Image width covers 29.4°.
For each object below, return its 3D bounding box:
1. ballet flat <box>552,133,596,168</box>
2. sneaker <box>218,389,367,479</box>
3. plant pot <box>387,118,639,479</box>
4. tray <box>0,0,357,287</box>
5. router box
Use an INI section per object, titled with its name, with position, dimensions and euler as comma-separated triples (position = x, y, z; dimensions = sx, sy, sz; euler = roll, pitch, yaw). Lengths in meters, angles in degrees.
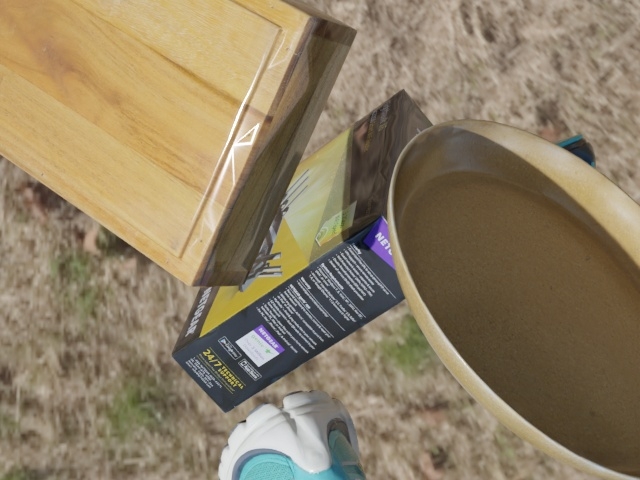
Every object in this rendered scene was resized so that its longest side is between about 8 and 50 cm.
[ballet flat]
position = 0.264, -0.077, 1.690
dimensions = 0.095, 0.280, 0.096
euler = -25, 101, -35
[sneaker]
position = -0.005, 0.216, 0.702
dimensions = 0.107, 0.110, 0.275
euler = -18, 128, -15
[plant pot]
position = 0.130, 0.033, 0.662
dimensions = 0.236, 0.236, 0.032
euler = 20, 133, -22
[tray]
position = -0.187, -0.153, 0.922
dimensions = 0.076, 0.411, 0.203
euler = 1, 117, -59
[router box]
position = 0.000, 0.000, 1.181
dimensions = 0.243, 0.309, 0.081
euler = -34, 108, 21
